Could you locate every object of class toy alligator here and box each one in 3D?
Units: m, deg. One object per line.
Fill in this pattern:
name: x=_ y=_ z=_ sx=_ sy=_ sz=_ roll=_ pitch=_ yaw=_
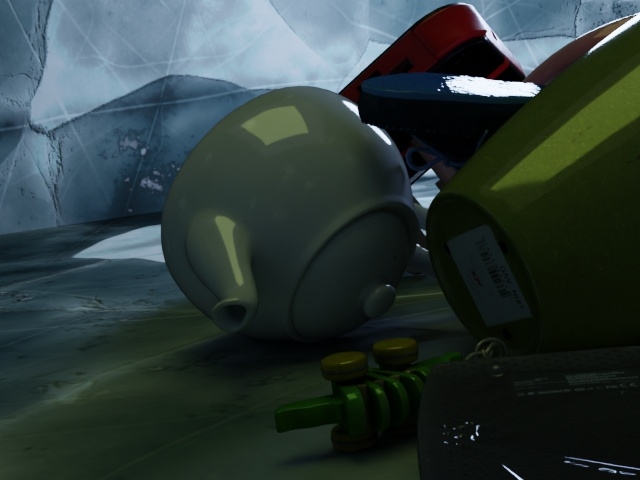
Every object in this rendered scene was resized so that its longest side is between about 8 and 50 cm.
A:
toy alligator: x=0.061 y=0.091 z=0.637 sx=0.189 sy=0.056 sz=0.051 roll=-11 pitch=9 yaw=-32

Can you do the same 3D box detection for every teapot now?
teapot: x=0.000 y=0.000 z=0.912 sx=0.256 sy=0.252 sz=0.187 roll=-42 pitch=60 yaw=-11

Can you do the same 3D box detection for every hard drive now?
hard drive: x=0.133 y=0.104 z=0.483 sx=0.172 sy=0.054 sz=0.255 roll=-6 pitch=7 yaw=6

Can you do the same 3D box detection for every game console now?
game console: x=0.078 y=-0.124 z=1.298 sx=0.386 sy=0.060 sz=0.342 roll=-40 pitch=-15 yaw=14

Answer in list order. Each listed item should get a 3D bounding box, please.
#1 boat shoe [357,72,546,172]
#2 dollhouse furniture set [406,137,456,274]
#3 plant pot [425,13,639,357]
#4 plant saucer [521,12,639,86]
boat shoe: x=0.144 y=-0.090 z=0.885 sx=0.258 sy=0.089 sz=0.109 roll=1 pitch=20 yaw=-31
dollhouse furniture set: x=0.243 y=-0.029 z=1.369 sx=0.303 sy=0.174 sz=0.355 roll=-38 pitch=-28 yaw=6
plant pot: x=0.237 y=-0.032 z=0.782 sx=0.293 sy=0.275 sz=0.275 roll=-24 pitch=13 yaw=-20
plant saucer: x=0.345 y=-0.086 z=1.062 sx=0.332 sy=0.332 sz=0.084 roll=-6 pitch=50 yaw=1
